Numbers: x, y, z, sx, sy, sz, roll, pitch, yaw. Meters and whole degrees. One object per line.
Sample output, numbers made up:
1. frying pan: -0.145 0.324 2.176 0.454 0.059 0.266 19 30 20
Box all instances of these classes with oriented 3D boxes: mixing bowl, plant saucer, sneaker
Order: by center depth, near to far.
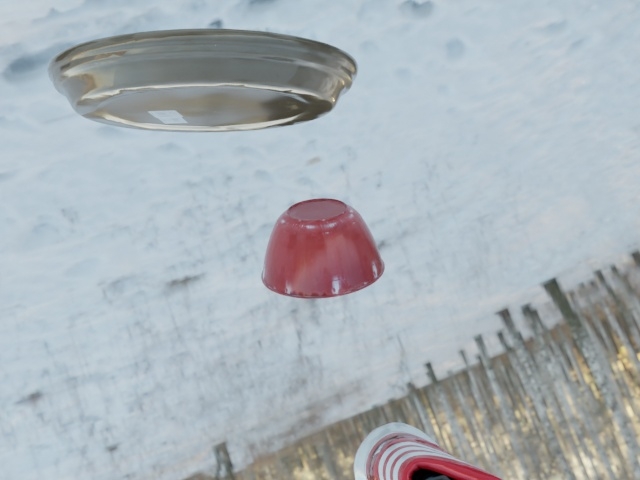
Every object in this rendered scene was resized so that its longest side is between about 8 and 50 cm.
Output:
1. sneaker: 0.125 0.213 0.616 0.087 0.221 0.128 -58 -171 -6
2. plant saucer: -0.103 -0.136 0.828 0.277 0.041 0.278 -2 178 0
3. mixing bowl: 0.000 0.000 1.304 0.181 0.098 0.181 -4 -157 2
